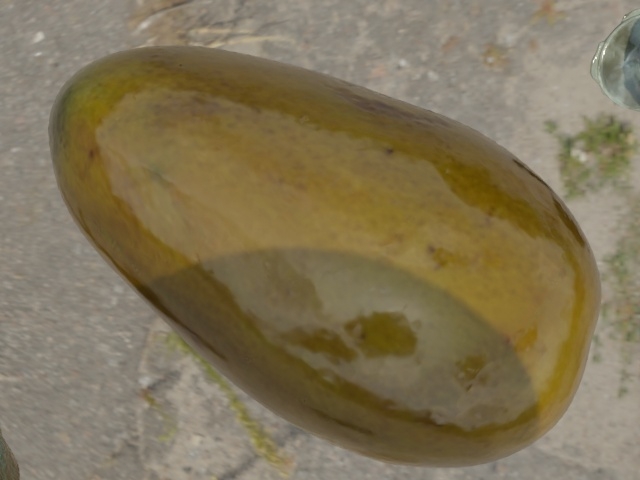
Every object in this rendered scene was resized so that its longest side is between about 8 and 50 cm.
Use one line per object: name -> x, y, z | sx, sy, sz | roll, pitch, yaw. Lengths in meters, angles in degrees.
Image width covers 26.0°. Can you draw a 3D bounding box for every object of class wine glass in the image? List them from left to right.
wine glass -> 0.302, -0.125, 1.149 | 0.122, 0.183, 0.122 | -6, 112, -14

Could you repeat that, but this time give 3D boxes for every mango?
mango -> 0.000, 0.000, 0.894 | 0.378, 0.264, 0.221 | 29, 101, -9

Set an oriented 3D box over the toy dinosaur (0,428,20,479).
toy dinosaur -> -0.345, 0.127, 1.122 | 0.205, 0.393, 0.092 | 23, 106, -36
